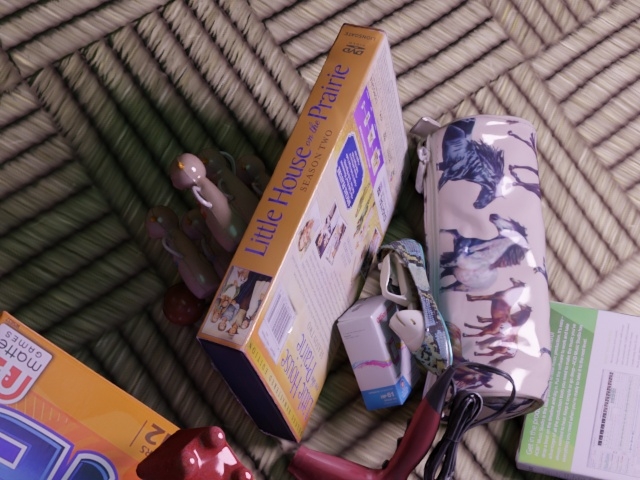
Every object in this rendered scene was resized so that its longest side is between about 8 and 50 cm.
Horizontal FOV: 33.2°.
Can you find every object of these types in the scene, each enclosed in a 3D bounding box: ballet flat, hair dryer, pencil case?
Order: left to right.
[{"bbox_3d":[0.104,0.269,1.302,0.293,0.080,0.224,-10,88,10],"label":"hair dryer"},{"bbox_3d":[0.108,0.082,1.324,0.070,0.070,0.188,-2,54,-19],"label":"ballet flat"},{"bbox_3d":[0.204,0.041,1.407,0.183,0.160,0.411,5,72,-13],"label":"pencil case"}]

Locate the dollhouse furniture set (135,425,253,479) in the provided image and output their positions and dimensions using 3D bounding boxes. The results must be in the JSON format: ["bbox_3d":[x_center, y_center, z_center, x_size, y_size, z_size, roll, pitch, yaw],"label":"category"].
[{"bbox_3d":[-0.223,0.230,0.843,0.374,0.152,0.201,6,70,-35],"label":"dollhouse furniture set"}]

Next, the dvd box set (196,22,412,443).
[{"bbox_3d":[0.000,0.000,1.283,0.062,0.308,0.421,15,66,19],"label":"dvd box set"}]

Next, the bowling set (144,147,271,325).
[{"bbox_3d":[-0.149,-0.007,1.302,0.200,0.287,0.154,-39,76,11],"label":"bowling set"}]

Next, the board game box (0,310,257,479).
[{"bbox_3d":[-0.274,0.344,1.043,0.356,0.356,0.357,35,66,-6],"label":"board game box"}]

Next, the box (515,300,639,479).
[{"bbox_3d":[0.435,0.218,1.407,0.321,0.058,0.232,10,68,15],"label":"box"}]

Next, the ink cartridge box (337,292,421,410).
[{"bbox_3d":[0.075,0.138,1.351,0.088,0.052,0.123,-40,112,-63],"label":"ink cartridge box"}]
